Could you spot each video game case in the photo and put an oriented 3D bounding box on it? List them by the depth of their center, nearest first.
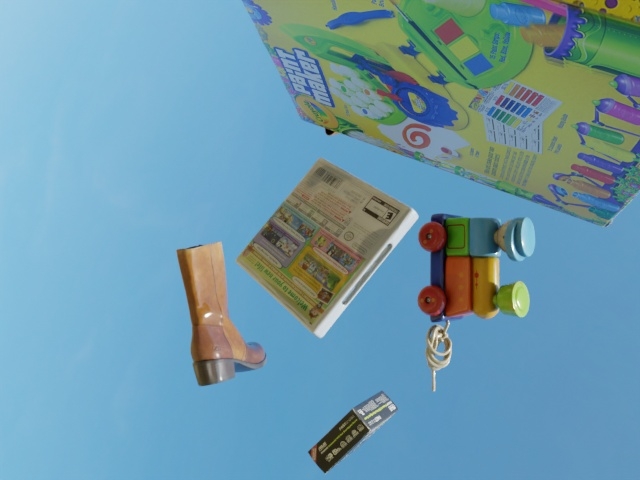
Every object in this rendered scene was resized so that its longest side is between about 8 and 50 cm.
[{"bbox_3d":[0.000,0.000,0.918,0.193,0.023,0.212,-51,-138,-3],"label":"video game case"}]

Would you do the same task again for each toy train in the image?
[{"bbox_3d":[0.216,0.086,0.948,0.143,0.105,0.248,-2,-94,42],"label":"toy train"}]

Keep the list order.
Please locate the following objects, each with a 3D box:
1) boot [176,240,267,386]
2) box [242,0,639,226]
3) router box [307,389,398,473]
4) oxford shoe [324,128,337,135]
[{"bbox_3d":[-0.209,0.143,1.470,0.096,0.264,0.281,-13,-94,26],"label":"boot"},{"bbox_3d":[0.114,-0.166,0.465,0.279,0.290,0.177,21,-98,13],"label":"box"},{"bbox_3d":[0.046,0.257,0.949,0.092,0.122,0.038,-47,-107,17],"label":"router box"},{"bbox_3d":[0.059,-0.363,1.855,0.076,0.076,0.212,32,-45,18],"label":"oxford shoe"}]
